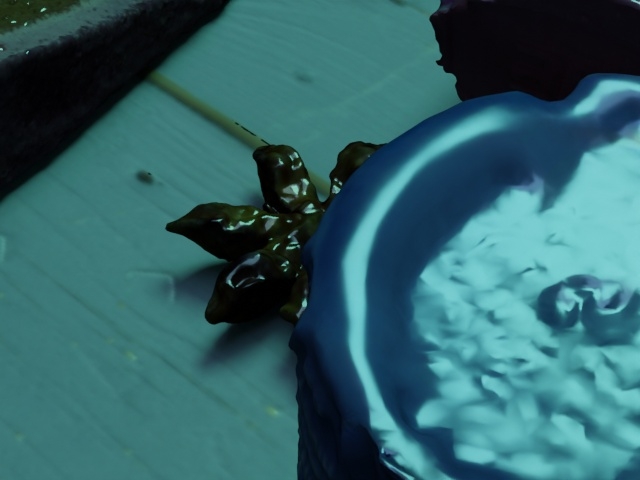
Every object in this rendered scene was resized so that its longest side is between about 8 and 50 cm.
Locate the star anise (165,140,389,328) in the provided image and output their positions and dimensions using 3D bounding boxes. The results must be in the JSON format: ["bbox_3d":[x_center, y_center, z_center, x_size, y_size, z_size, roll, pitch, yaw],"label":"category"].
[{"bbox_3d":[0.001,0.000,0.817,0.168,0.057,0.168,-6,37,5],"label":"star anise"}]

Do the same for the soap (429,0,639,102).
[{"bbox_3d":[0.185,-0.093,0.838,0.250,0.162,0.099,28,57,29],"label":"soap"}]

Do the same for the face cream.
[{"bbox_3d":[0.113,0.085,0.607,0.249,0.225,0.249,0,43,0],"label":"face cream"}]

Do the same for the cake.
[{"bbox_3d":[-0.166,-0.125,0.941,0.116,0.112,0.295,28,39,19],"label":"cake"}]
